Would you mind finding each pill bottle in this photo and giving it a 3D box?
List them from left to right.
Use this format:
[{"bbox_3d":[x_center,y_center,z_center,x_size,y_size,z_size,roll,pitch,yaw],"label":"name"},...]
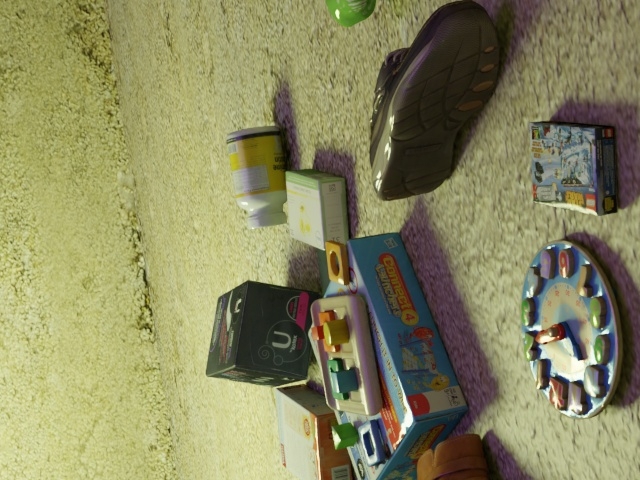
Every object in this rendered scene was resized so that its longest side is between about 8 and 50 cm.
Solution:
[{"bbox_3d":[-0.113,-0.117,2.320,0.103,0.103,0.184,172,89,-71],"label":"pill bottle"}]

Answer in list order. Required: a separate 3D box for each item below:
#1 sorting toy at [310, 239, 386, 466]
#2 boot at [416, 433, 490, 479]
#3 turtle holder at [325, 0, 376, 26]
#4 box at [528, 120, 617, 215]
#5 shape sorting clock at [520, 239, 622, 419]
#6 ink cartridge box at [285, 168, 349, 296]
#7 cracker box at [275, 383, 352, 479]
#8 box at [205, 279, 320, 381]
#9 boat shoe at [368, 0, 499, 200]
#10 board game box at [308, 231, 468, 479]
[{"bbox_3d":[0.026,0.174,1.887,0.196,0.047,0.348,164,97,-70],"label":"sorting toy"},{"bbox_3d":[0.215,0.363,1.652,0.283,0.109,0.220,-36,36,48],"label":"boot"},{"bbox_3d":[0.015,-0.478,1.674,0.320,0.243,0.227,43,-177,-11],"label":"turtle holder"},{"bbox_3d":[0.276,-0.081,1.361,0.137,0.027,0.094,-158,62,-68],"label":"box"},{"bbox_3d":[0.279,0.102,1.415,0.206,0.040,0.206,170,90,-70],"label":"shape sorting clock"},{"bbox_3d":[0.000,0.000,2.136,0.171,0.056,0.235,-158,62,-68],"label":"ink cartridge box"},{"bbox_3d":[-0.014,0.370,2.321,0.232,0.067,0.156,-162,66,-68],"label":"cracker box"},{"bbox_3d":[-0.111,0.179,2.322,0.270,0.143,0.165,150,130,-72],"label":"box"},{"bbox_3d":[0.121,-0.190,1.591,0.355,0.132,0.130,113,143,-55],"label":"boat shoe"},{"bbox_3d":[0.093,0.196,1.913,0.302,0.086,0.308,112,144,-56],"label":"board game box"}]
